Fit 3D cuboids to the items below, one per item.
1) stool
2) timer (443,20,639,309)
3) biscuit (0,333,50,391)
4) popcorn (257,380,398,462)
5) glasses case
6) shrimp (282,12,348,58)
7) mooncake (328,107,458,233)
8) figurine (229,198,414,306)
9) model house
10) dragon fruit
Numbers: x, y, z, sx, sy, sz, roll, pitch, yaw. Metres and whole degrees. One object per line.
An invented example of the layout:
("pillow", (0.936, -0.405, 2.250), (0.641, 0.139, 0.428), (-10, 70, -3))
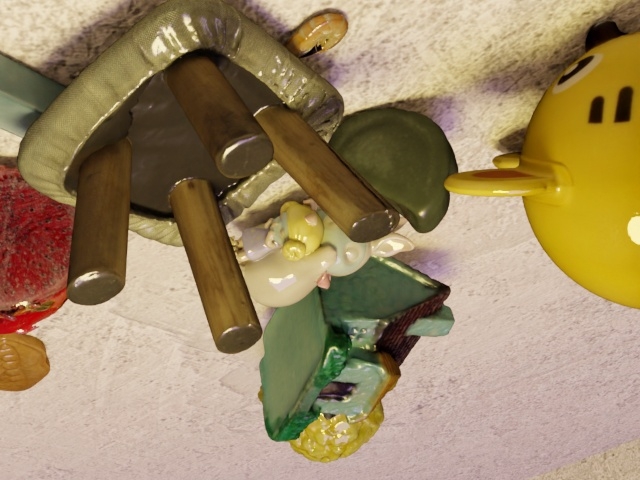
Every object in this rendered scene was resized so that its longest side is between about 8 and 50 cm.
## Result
("stool", (-0.124, -0.057, 1.168), (0.310, 0.226, 0.310), (-39, 141, 21))
("timer", (0.368, -0.090, 1.299), (0.387, 0.376, 0.376), (4, 158, 24))
("biscuit", (-0.524, 0.205, 1.786), (0.142, 0.029, 0.221), (-4, 151, -13))
("popcorn", (0.009, 0.260, 1.908), (0.212, 0.259, 0.259), (24, 138, -25))
("glasses case", (-0.299, -0.141, 1.237), (0.105, 0.056, 0.266), (-2, 162, 39))
("shrimp", (-0.012, -0.221, 1.216), (0.108, 0.023, 0.059), (-33, 153, 35))
("mooncake", (0.088, -0.079, 1.361), (0.168, 0.175, 0.104), (-37, 152, -8))
("figurine", (0.000, 0.000, 1.519), (0.235, 0.127, 0.155), (-23, 129, 16))
("model house", (0.065, 0.180, 1.693), (0.248, 0.230, 0.280), (10, 135, -20))
("dragon fruit", (-0.406, 0.021, 1.312), (0.282, 0.211, 0.147), (-23, 165, -24))
